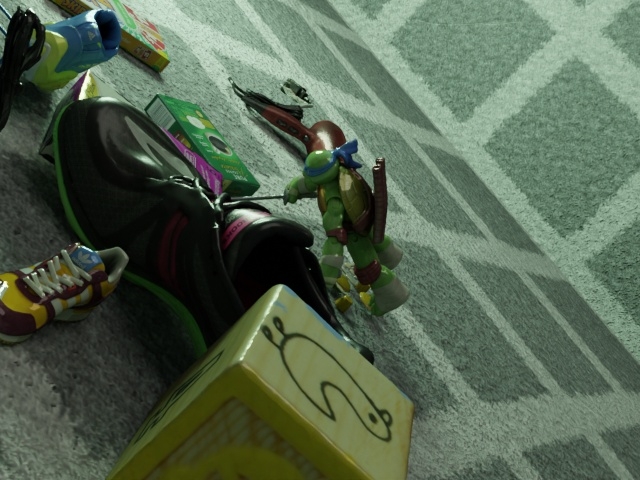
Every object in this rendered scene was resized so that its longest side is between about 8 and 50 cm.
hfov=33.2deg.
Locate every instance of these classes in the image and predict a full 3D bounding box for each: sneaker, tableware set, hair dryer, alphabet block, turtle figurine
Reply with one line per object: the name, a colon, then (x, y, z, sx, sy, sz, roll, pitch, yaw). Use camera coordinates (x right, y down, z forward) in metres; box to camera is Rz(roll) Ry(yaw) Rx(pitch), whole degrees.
sneaker: (-0.307, -0.238, 1.347, 0.240, 0.126, 0.091, -128, -157, -75)
sneaker: (-0.250, 0.038, 1.003, 0.069, 0.084, 0.185, 48, 17, 6)
tableware set: (0.052, 0.084, 1.694, 0.104, 0.024, 0.154, 52, 17, 9)
hair dryer: (-0.046, -0.203, 2.071, 0.293, 0.080, 0.223, 47, 33, 22)
alphabet block: (-0.048, 0.187, 0.952, 0.192, 0.193, 0.197, 42, 18, -6)
turtle figurine: (0.000, 0.000, 1.579, 0.266, 0.274, 0.198, 49, -11, -35)
sneaker: (-0.106, 0.007, 1.163, 0.483, 0.202, 0.185, 48, 41, 13)

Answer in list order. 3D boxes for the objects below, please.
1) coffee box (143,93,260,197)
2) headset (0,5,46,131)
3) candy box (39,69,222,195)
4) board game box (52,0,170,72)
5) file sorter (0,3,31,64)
coffee box: (-0.180, -0.140, 1.631, 0.184, 0.040, 0.113, 51, 19, 19)
headset: (-0.450, -0.212, 0.942, 0.394, 0.185, 0.243, 29, 21, -13)
candy box: (-0.232, -0.097, 1.369, 0.233, 0.071, 0.159, 37, 20, -22)
board game box: (-0.364, -0.380, 1.768, 0.259, 0.039, 0.124, 29, 23, -36)
file sorter: (-0.417, -0.218, 1.166, 0.118, 0.104, 0.170, 49, 17, 10)
